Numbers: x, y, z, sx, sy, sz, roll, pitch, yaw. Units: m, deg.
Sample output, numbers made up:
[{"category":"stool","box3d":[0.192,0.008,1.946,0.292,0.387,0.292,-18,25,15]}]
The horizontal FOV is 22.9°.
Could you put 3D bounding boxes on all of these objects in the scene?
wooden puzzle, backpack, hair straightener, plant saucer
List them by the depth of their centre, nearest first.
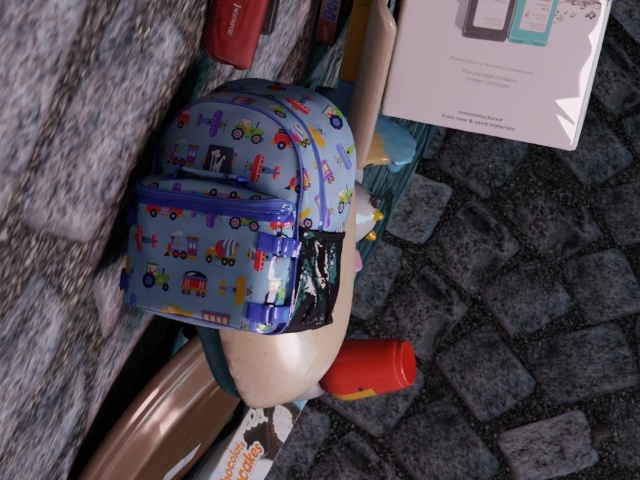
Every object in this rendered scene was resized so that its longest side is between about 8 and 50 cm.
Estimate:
[{"category":"hair straightener","box3d":[-0.036,-0.224,1.075,0.230,0.047,0.089,101,15,-50]},{"category":"backpack","box3d":[-0.057,-0.029,1.133,0.117,0.158,0.173,-6,108,-62]},{"category":"plant saucer","box3d":[-0.145,0.187,1.483,0.278,0.041,0.278,-52,170,-13]},{"category":"wooden puzzle","box3d":[0.051,-0.226,1.550,0.221,0.044,0.239,102,-3,-53]}]

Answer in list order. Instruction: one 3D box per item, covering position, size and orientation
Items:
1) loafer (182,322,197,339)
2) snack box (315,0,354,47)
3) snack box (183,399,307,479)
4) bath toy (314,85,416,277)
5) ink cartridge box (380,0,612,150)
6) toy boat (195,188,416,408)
[{"category":"loafer","box3d":[-0.077,0.057,1.619,0.220,0.078,0.080,-48,162,-71]},{"category":"snack box","box3d":[0.023,-0.257,1.500,0.178,0.022,0.064,103,11,-65]},{"category":"snack box","box3d":[-0.120,0.234,1.681,0.187,0.060,0.322,-31,-161,40]},{"category":"bath toy","box3d":[0.000,0.000,1.739,0.151,0.129,0.348,-78,-174,-45]},{"category":"ink cartridge box","box3d":[0.180,-0.260,1.560,0.198,0.197,0.270,-82,-177,-69]},{"category":"toy boat","box3d":[-0.033,0.052,1.364,0.318,0.148,0.268,57,33,-48]}]
